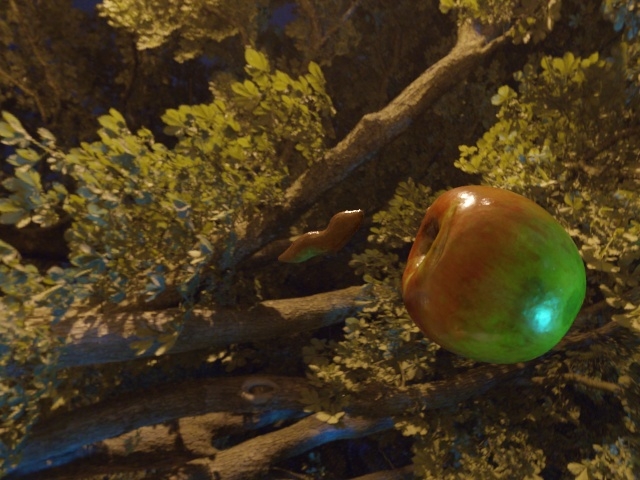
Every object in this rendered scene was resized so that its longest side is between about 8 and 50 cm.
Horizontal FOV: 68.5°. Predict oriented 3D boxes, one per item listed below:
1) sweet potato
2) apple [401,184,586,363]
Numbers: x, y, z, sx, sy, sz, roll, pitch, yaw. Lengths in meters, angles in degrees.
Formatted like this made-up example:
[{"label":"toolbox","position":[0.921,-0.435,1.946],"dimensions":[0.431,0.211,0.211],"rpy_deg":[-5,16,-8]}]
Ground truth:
[{"label":"sweet potato","position":[0.002,0.003,0.954],"dimensions":[0.218,0.051,0.065],"rpy_deg":[-30,-100,24]},{"label":"apple","position":[0.331,0.067,0.926],"dimensions":[0.339,0.339,0.340],"rpy_deg":[-6,-103,29]}]
